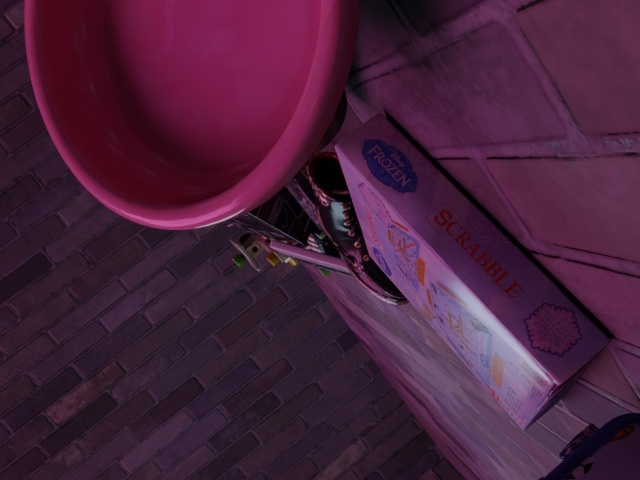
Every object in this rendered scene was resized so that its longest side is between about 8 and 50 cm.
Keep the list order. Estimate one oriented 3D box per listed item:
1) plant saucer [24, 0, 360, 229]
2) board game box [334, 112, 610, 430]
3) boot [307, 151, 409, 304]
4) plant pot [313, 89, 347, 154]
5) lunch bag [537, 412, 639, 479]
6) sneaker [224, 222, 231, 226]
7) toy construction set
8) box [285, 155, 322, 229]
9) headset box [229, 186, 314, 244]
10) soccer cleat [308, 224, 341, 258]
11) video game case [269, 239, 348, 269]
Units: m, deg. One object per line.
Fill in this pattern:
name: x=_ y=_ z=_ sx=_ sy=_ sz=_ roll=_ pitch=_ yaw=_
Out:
plant saucer: x=-0.105 y=-0.177 z=0.541 sx=0.332 sy=0.332 sz=0.084 roll=51 pitch=-150 yaw=16
board game box: x=0.158 y=0.053 z=0.765 sx=0.318 sy=0.066 sz=0.319 roll=50 pitch=173 yaw=24
boot: x=0.061 y=-0.016 z=1.017 sx=0.236 sy=0.085 sz=0.179 roll=51 pitch=171 yaw=22
plant pot: x=-0.051 y=-0.172 z=0.690 sx=0.167 sy=0.167 sz=0.165 roll=49 pitch=-179 yaw=27
lunch bag: x=0.265 y=0.313 z=0.618 sx=0.303 sy=0.243 sz=0.115 roll=55 pitch=173 yaw=-32
sneaker: x=-0.186 y=-0.132 z=1.626 sx=0.086 sy=0.226 sz=0.163 roll=-16 pitch=-107 yaw=-57
toy construction set: x=-0.143 y=-0.015 z=1.824 sx=0.257 sy=0.237 sz=0.309 roll=49 pitch=172 yaw=33
box: x=-0.040 y=-0.126 z=1.259 sx=0.233 sy=0.059 sz=0.183 roll=53 pitch=174 yaw=-4
headset box: x=-0.177 y=-0.105 z=1.420 sx=0.293 sy=0.110 sz=0.218 roll=30 pitch=168 yaw=-39
soccer cleat: x=0.000 y=0.000 z=1.707 sx=0.179 sy=0.060 sz=0.072 roll=55 pitch=161 yaw=-13
video game case: x=-0.001 y=0.046 z=1.526 sx=0.190 sy=0.022 sz=0.173 roll=15 pitch=173 yaw=20
